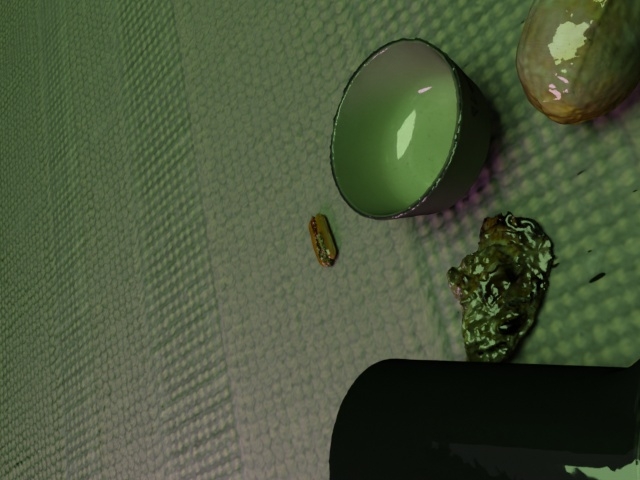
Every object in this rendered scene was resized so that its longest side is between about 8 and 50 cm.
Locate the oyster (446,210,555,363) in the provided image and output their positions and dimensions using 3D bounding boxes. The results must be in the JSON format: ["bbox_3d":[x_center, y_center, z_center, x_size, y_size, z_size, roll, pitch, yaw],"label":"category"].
[{"bbox_3d":[0.188,0.056,0.835,0.105,0.056,0.177,23,95,41],"label":"oyster"}]

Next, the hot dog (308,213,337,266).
[{"bbox_3d":[0.000,0.000,1.082,0.037,0.021,0.083,-45,50,35],"label":"hot dog"}]

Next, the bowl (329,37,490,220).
[{"bbox_3d":[0.117,-0.119,0.904,0.211,0.112,0.212,-13,72,46],"label":"bowl"}]

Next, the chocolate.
[{"bbox_3d":[0.279,-0.263,0.733,0.134,0.134,0.310,27,101,48],"label":"chocolate"}]

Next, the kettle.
[{"bbox_3d":[0.183,0.238,0.691,0.307,0.203,0.262,-9,73,44],"label":"kettle"}]
